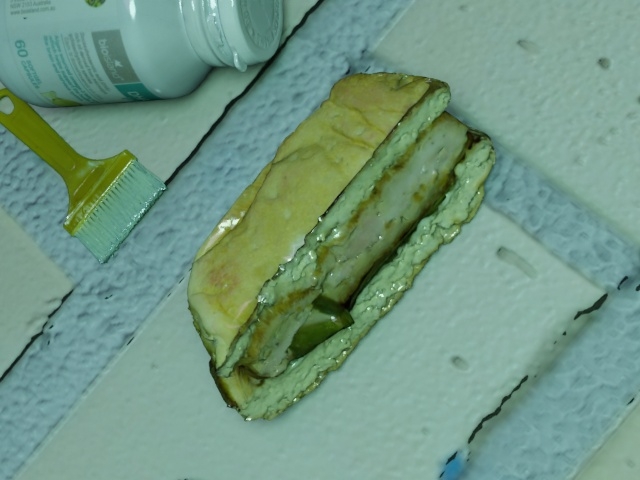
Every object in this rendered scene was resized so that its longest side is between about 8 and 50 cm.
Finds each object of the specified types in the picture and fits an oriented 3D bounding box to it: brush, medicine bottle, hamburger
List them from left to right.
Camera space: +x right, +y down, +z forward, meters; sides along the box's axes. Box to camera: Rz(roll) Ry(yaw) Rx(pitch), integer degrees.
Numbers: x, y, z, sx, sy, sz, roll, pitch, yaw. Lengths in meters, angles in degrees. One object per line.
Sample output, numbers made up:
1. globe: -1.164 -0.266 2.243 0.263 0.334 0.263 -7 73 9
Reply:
1. brush: -0.218 -0.069 1.040 0.205 0.011 0.083 40 92 28
2. medicine bottle: -0.144 -0.177 0.972 0.215 0.135 0.135 -1 74 22
3. hamburger: 0.000 0.000 0.877 0.262 0.124 0.131 -50 44 -3

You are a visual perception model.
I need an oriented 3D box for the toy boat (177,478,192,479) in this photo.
1. toy boat: -0.082 0.193 0.888 0.083 0.038 0.038 16 80 25
